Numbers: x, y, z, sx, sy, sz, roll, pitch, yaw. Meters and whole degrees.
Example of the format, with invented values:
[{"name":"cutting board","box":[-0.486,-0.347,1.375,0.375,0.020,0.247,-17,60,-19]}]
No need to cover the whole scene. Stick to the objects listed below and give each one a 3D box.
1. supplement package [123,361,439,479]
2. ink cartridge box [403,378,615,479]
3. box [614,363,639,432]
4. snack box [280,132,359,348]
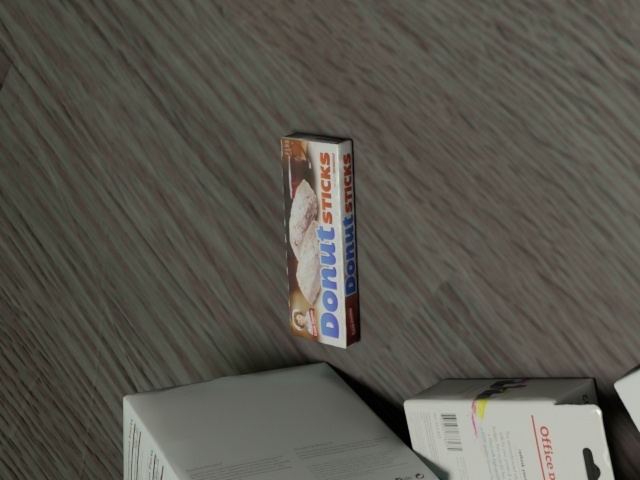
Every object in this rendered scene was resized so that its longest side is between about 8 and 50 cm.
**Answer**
[{"name":"supplement package","box":[-0.041,0.221,1.088,0.203,0.194,0.149,41,132,55]},{"name":"ink cartridge box","box":[0.159,0.163,1.020,0.181,0.061,0.104,-5,100,44]},{"name":"box","box":[0.290,0.121,0.882,0.126,0.072,0.137,-35,79,42]},{"name":"snack box","box":[0.000,0.000,1.136,0.064,0.022,0.178,10,110,38]}]
